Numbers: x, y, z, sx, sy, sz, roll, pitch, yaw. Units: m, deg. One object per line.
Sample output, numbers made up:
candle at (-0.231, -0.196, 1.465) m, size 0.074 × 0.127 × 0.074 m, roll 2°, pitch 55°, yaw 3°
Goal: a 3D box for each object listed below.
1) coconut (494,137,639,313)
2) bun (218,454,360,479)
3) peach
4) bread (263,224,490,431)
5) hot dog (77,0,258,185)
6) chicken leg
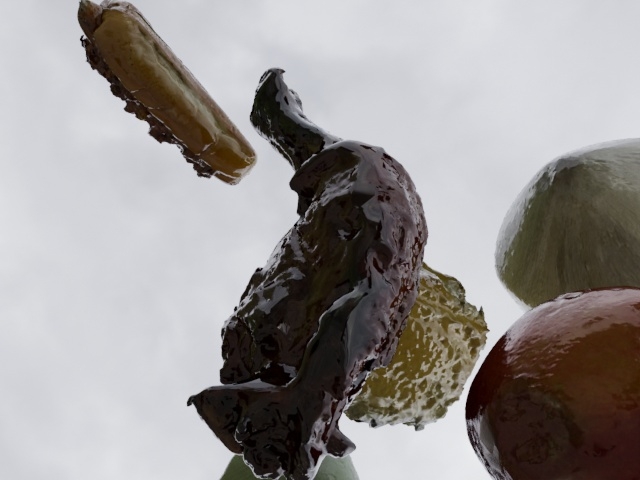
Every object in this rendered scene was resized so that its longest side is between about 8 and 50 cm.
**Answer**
coconut at (0.309, 0.012, 1.292) m, size 0.237 × 0.237 × 0.266 m, roll -14°, pitch -54°, yaw 34°
bun at (-0.030, 0.389, 1.579) m, size 0.283 × 0.179 × 0.283 m, roll -36°, pitch -139°, yaw 39°
peach at (0.232, 0.145, 0.989) m, size 0.243 × 0.243 × 0.200 m, roll -14°, pitch -74°, yaw 34°
bread at (0.043, 0.085, 1.172) m, size 0.121 × 0.245 × 0.174 m, roll 25°, pitch -87°, yaw 58°
hot dog at (-0.160, -0.148, 1.220) m, size 0.076 × 0.102 × 0.249 m, roll -39°, pitch -63°, yaw 4°
chicken leg at (0.000, 0.000, 0.870) m, size 0.158 × 0.407 × 0.096 m, roll -22°, pitch -50°, yaw 17°
